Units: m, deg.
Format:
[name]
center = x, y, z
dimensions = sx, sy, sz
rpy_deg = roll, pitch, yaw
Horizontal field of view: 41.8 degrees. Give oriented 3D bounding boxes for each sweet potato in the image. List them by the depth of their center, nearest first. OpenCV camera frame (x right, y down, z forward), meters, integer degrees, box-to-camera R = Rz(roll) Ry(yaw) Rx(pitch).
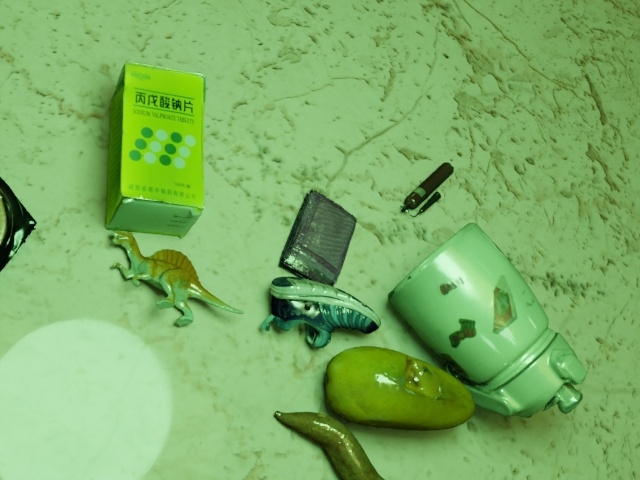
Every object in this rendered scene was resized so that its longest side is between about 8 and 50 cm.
[sweet potato]
center = 0.048, 0.355, 1.352
dimensions = 0.281, 0.067, 0.059
rpy_deg = 47, 19, 3

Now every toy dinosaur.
[toy dinosaur]
center = -0.234, 0.062, 1.341
dimensions = 0.212, 0.057, 0.142
rpy_deg = 15, 44, -34

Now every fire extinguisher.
[fire extinguisher]
center = 0.208, -0.092, 1.637
dimensions = 0.173, 0.035, 0.049
rpy_deg = -41, 130, -34

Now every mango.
[mango]
center = 0.131, 0.250, 1.385
dimensions = 0.261, 0.167, 0.130
rpy_deg = 16, 77, -24

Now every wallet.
[wallet]
center = 0.001, 0.000, 1.489
dimensions = 0.111, 0.030, 0.166
rpy_deg = 29, 60, -15

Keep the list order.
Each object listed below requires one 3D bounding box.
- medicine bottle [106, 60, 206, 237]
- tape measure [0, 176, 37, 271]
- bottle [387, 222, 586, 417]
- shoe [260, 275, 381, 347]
[medicine bottle]
center = -0.263, -0.144, 1.350
dimensions = 0.137, 0.141, 0.250
rpy_deg = 5, 67, -22
[tape measure]
center = -0.526, -0.020, 1.166
dimensions = 0.223, 0.135, 0.202
rpy_deg = -41, 98, -36
[bottle]
center = 0.301, 0.163, 1.462
dimensions = 0.352, 0.229, 0.229
rpy_deg = 48, 56, 5
[shoe]
center = 0.003, 0.127, 1.412
dimensions = 0.207, 0.091, 0.106
rpy_deg = 12, 95, -21
